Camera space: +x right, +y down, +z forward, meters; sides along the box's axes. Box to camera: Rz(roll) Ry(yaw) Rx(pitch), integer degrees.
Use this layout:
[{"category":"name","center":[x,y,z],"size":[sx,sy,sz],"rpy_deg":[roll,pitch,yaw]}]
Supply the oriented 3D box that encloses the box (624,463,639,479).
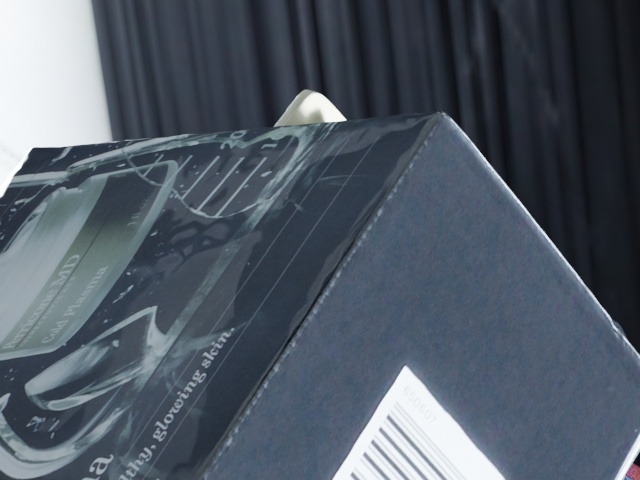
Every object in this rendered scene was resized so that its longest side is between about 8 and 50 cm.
[{"category":"box","center":[0.191,0.325,1.467],"size":[0.154,0.300,0.142],"rpy_deg":[27,-150,34]}]

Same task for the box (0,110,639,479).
[{"category":"box","center":[-0.111,0.187,1.335],"size":[0.471,0.297,0.480],"rpy_deg":[-3,-134,50]}]

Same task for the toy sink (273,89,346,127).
[{"category":"toy sink","center":[0.000,0.000,1.826],"size":[0.131,0.153,0.234],"rpy_deg":[19,-112,50]}]
